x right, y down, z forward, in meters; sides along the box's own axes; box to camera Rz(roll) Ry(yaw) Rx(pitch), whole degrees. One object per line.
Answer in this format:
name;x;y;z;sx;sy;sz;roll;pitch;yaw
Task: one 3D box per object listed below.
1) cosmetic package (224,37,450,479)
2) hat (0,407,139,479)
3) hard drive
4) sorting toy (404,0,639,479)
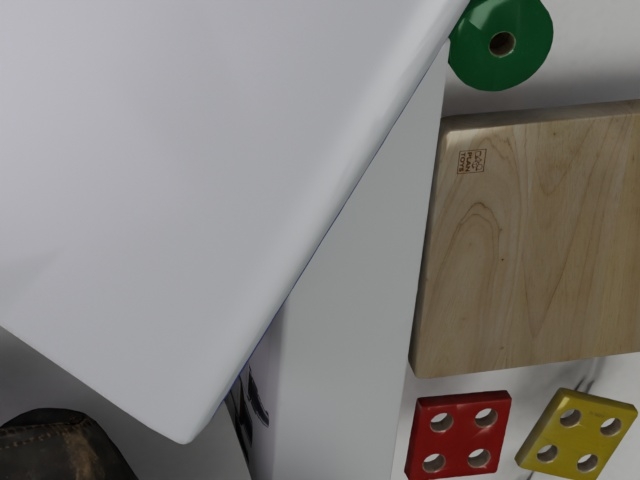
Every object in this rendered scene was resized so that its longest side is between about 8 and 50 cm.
cosmetic package;0.000;0.000;0.795;0.060;0.099;0.239;-5;124;-16
hat;-0.141;0.147;0.799;0.331;0.331;0.134;-16;86;-8
hard drive;-0.055;-0.110;0.668;0.210;0.040;0.318;34;112;5
sorting toy;0.103;-0.002;0.861;0.132;0.046;0.274;-6;125;-15
